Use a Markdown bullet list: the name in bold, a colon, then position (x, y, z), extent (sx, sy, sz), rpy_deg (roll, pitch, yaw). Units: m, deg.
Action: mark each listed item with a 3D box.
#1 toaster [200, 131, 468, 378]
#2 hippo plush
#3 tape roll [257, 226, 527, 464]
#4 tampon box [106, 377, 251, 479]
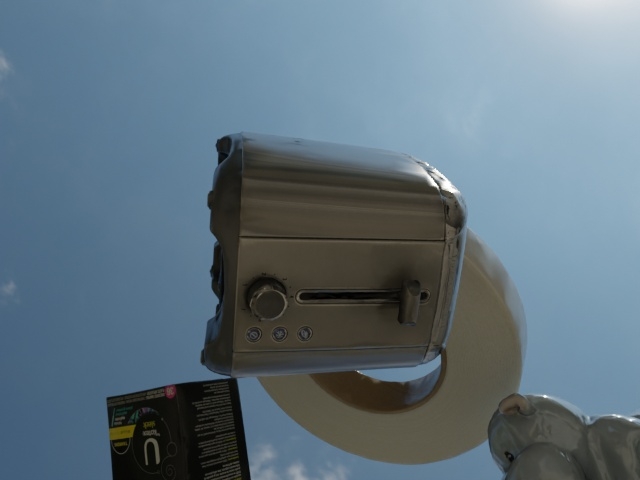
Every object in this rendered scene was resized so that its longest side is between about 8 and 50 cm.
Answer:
- **toaster**: position (0.000, 0.000, 0.431), extent (0.146, 0.227, 0.129), rpy_deg (4, -74, -9)
- **hippo plush**: position (0.301, 0.220, 0.679), extent (0.236, 0.234, 0.294), rpy_deg (9, -131, 6)
- **tape roll**: position (0.072, 0.123, 0.862), extent (0.392, 0.392, 0.072), rpy_deg (46, -145, -3)
- **tampon box**: position (-0.157, 0.244, 0.728), extent (0.101, 0.120, 0.161), rpy_deg (10, -113, -55)
